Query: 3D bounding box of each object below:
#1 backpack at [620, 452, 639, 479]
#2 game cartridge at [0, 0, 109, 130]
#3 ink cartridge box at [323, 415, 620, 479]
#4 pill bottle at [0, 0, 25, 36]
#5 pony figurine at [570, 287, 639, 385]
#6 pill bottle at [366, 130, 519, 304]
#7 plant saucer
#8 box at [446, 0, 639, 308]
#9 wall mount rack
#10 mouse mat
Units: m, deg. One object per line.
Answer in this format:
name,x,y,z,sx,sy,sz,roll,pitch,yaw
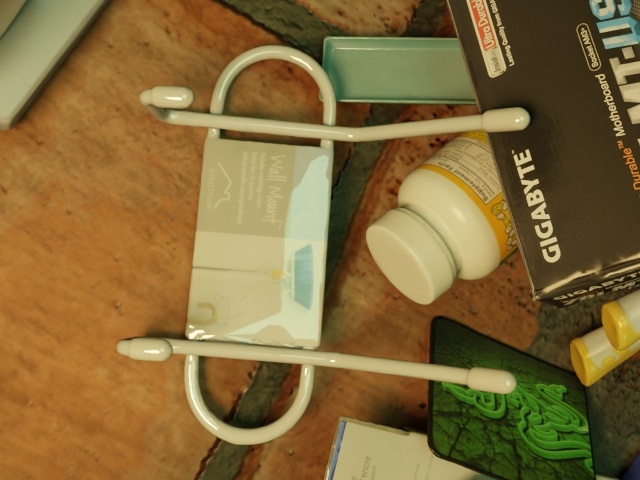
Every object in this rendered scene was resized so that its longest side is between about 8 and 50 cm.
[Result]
backpack,0.378,0.268,0.884,0.098,0.101,0.120,-46,106,-10
game cartridge,-0.325,-0.227,0.677,0.294,0.060,0.196,37,72,-15
ink cartridge box,0.110,0.334,0.800,0.307,0.072,0.304,17,82,-16
pill bottle,-0.322,-0.222,0.583,0.245,0.130,0.130,37,76,-14
pony figurine,0.405,-0.016,0.777,0.363,0.303,0.351,-18,125,-1
pill bottle,0.146,-0.038,0.805,0.208,0.117,0.118,-38,100,-19
plant saucer,0.096,-0.152,0.799,0.192,0.018,0.067,2,72,7
box,0.268,-0.130,0.671,0.073,0.293,0.296,24,50,-58
wall mount rack,0.000,0.000,0.715,0.304,0.130,0.350,4,85,-1
mouse mat,0.181,0.161,0.823,0.189,0.007,0.153,24,46,-18
